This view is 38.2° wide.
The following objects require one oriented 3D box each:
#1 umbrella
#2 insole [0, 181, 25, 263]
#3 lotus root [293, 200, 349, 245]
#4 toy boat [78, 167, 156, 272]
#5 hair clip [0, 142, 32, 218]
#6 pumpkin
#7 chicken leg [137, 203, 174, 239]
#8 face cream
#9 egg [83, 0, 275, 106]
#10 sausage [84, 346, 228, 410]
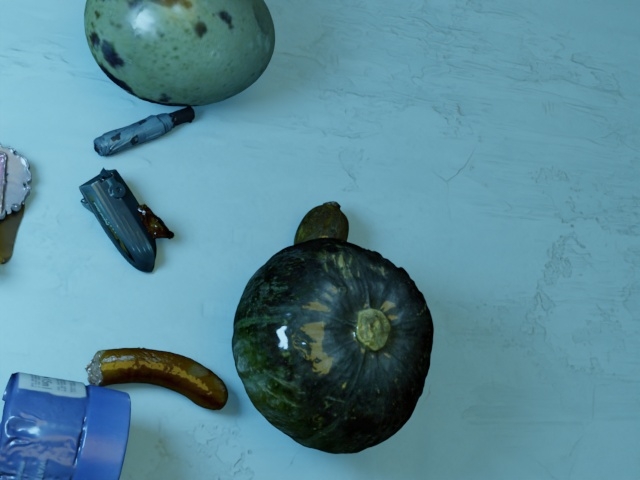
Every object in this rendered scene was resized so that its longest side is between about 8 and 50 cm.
[{"bbox_3d":[-0.390,-0.249,2.064,0.250,0.053,0.052,-26,85,-29],"label":"umbrella"},{"bbox_3d":[-0.646,-0.041,1.900,0.064,0.004,0.189,11,69,-19],"label":"insole"},{"bbox_3d":[0.000,0.000,2.139,0.120,0.120,0.210,26,63,-16],"label":"lotus root"},{"bbox_3d":[-0.422,-0.037,1.968,0.093,0.103,0.246,-43,108,-45],"label":"toy boat"},{"bbox_3d":[-0.673,-0.064,1.853,0.173,0.069,0.301,7,58,-20],"label":"hair clip"},{"bbox_3d":[0.025,0.220,1.944,0.454,0.344,0.455,11,70,-31],"label":"pumpkin"},{"bbox_3d":[-0.350,-0.032,1.975,0.037,0.145,0.062,-32,49,4],"label":"chicken leg"},{"bbox_3d":[-0.489,0.380,1.703,0.225,0.249,0.249,14,68,-17],"label":"face cream"},{"bbox_3d":[-0.299,-0.461,2.014,0.427,0.345,0.345,0,73,-39],"label":"egg"},{"bbox_3d":[-0.330,0.278,1.909,0.302,0.076,0.103,14,76,-20],"label":"sausage"}]
